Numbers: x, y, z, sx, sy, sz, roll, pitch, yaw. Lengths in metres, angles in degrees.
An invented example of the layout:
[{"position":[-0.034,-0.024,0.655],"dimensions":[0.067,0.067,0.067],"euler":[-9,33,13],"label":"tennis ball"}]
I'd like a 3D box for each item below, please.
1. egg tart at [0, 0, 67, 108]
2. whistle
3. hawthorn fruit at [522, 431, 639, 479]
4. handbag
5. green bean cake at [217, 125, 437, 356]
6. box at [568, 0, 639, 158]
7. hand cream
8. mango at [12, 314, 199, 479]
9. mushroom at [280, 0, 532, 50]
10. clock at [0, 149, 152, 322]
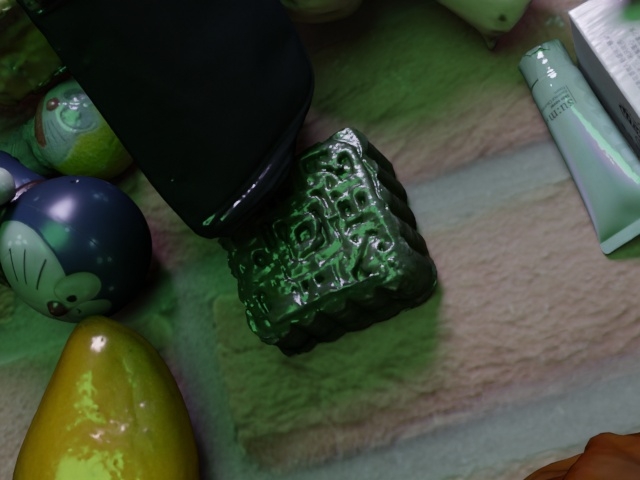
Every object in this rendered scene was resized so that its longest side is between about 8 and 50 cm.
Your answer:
[{"position":[-0.307,-0.245,1.024],"dimensions":[0.315,0.120,0.315],"euler":[-34,21,15],"label":"egg tart"},{"position":[-0.290,-0.117,1.028],"dimensions":[0.223,0.123,0.122],"euler":[-12,68,31],"label":"whistle"},{"position":[0.210,0.329,0.520],"dimensions":[0.472,0.472,0.471],"euler":[-6,71,18],"label":"hawthorn fruit"},{"position":[-0.120,-0.181,0.818],"dimensions":[0.178,0.302,0.275],"euler":[-32,31,1],"label":"handbag"},{"position":[0.000,0.000,0.890],"dimensions":[0.181,0.094,0.173],"euler":[-24,67,12],"label":"green bean cake"},{"position":[0.364,-0.130,0.796],"dimensions":[0.194,0.111,0.260],"euler":[-29,67,9],"label":"box"},{"position":[0.248,-0.093,0.859],"dimensions":[0.078,0.050,0.205],"euler":[-38,63,33],"label":"hand cream"},{"position":[-0.199,0.224,0.865],"dimensions":[0.177,0.119,0.316],"euler":[-3,75,7],"label":"mango"},{"position":[0.069,-0.333,0.905],"dimensions":[0.336,0.314,0.314],"euler":[33,85,0],"label":"mushroom"},{"position":[-0.290,-0.010,0.953],"dimensions":[0.243,0.199,0.146],"euler":[23,64,19],"label":"clock"}]
